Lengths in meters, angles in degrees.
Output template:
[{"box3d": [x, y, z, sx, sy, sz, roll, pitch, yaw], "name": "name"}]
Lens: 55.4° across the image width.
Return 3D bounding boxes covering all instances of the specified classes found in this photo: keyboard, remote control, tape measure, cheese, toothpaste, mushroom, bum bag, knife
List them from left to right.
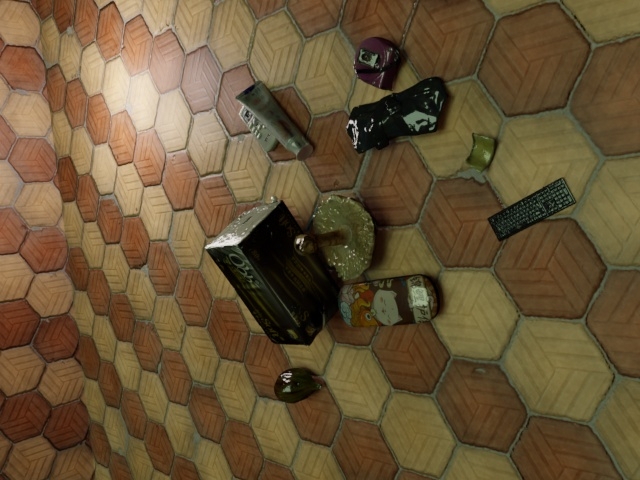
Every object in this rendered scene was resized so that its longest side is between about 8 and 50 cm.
[{"box3d": [-0.190, -0.366, 1.916, 0.190, 0.029, 0.087, 55, 130, 23], "name": "remote control"}, {"box3d": [-0.137, -0.364, 1.837, 0.100, 0.066, 0.323, -37, 64, -4], "name": "toothpaste"}, {"box3d": [-0.022, -0.066, 1.814, 0.014, 0.005, 0.091, 48, 126, 30], "name": "knife"}, {"box3d": [0.016, -0.030, 1.596, 0.232, 0.301, 0.208, 12, 78, 42], "name": "mushroom"}, {"box3d": [0.145, -0.450, 1.539, 0.125, 0.074, 0.118, 30, 116, 36], "name": "tape measure"}, {"box3d": [0.185, -0.307, 1.526, 0.309, 0.074, 0.137, -11, 78, 45], "name": "bum bag"}, {"box3d": [0.362, -0.197, 1.389, 0.060, 0.041, 0.084, 24, 97, 32], "name": "cheese"}, {"box3d": [0.457, -0.065, 1.336, 0.198, 0.010, 0.064, -34, 74, 42], "name": "keyboard"}]

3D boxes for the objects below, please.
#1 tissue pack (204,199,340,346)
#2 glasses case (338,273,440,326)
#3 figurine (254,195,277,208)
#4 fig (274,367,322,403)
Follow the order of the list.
[{"box3d": [-0.125, 0.091, 1.697, 0.198, 0.210, 0.370, -6, 124, 51], "name": "tissue pack"}, {"box3d": [0.172, 0.161, 1.603, 0.320, 0.082, 0.122, -12, 86, 45], "name": "glasses case"}, {"box3d": [-0.148, -0.004, 1.869, 0.182, 0.144, 0.257, -157, 64, -62], "name": "figurine"}, {"box3d": [-0.065, 0.449, 1.873, 0.154, 0.103, 0.109, 2, 74, 31], "name": "fig"}]
